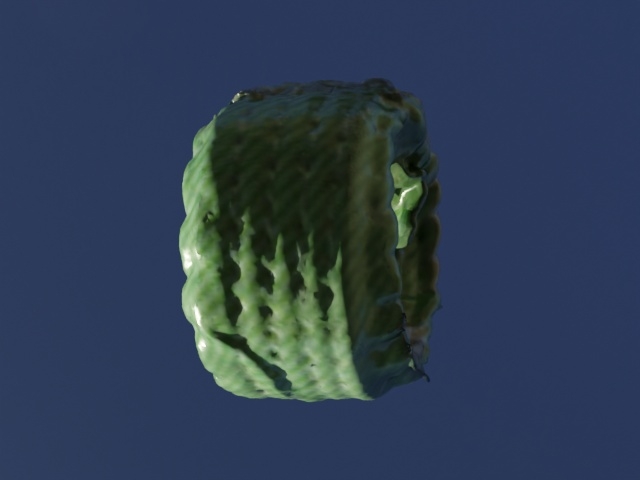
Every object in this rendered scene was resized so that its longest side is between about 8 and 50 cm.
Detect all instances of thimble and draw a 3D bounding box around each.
[{"bbox_3d":[0.000,0.000,1.020,0.150,0.219,0.218,-1,-103,13],"label":"thimble"}]
